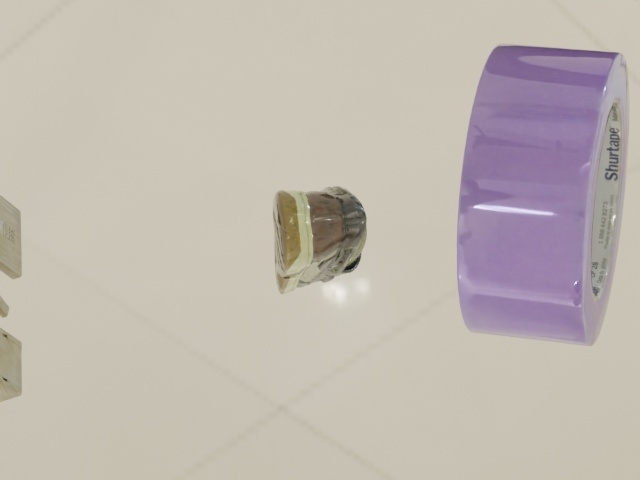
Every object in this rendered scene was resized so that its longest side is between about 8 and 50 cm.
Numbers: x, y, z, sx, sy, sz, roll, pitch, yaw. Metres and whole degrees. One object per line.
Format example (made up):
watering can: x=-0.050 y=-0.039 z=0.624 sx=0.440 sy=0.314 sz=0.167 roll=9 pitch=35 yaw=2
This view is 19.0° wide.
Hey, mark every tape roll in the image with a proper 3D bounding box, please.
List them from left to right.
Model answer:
tape roll: x=0.145 y=-0.030 z=1.225 sx=0.080 sy=0.189 sz=0.189 roll=6 pitch=136 yaw=16

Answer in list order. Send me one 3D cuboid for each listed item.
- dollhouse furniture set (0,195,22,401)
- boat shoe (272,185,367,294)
dollhouse furniture set: x=-0.315 y=0.051 z=1.360 sx=0.182 sy=0.161 sz=0.101 roll=-19 pitch=146 yaw=19
boat shoe: x=0.000 y=0.000 z=1.009 sx=0.049 sy=0.152 sz=0.056 roll=-2 pitch=89 yaw=-2
